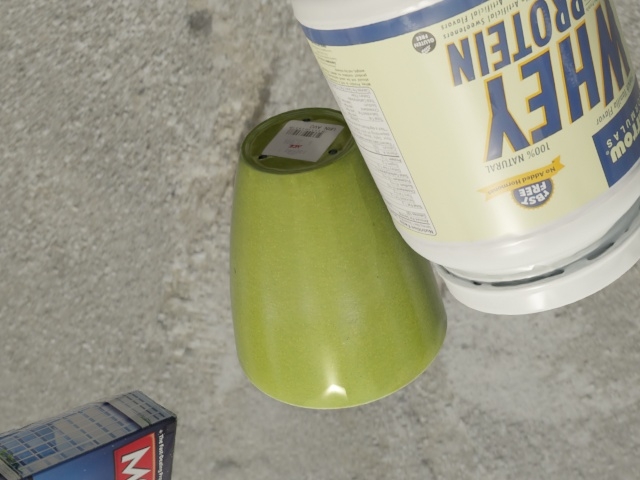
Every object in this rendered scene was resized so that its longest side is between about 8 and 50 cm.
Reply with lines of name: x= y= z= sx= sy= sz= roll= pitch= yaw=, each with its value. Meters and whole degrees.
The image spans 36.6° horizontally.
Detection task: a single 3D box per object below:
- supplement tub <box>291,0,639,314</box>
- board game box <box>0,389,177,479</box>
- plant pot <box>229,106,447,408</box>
supplement tub: x=0.139 y=-0.124 z=0.809 sx=0.235 sy=0.235 sz=0.325 roll=-23 pitch=118 yaw=10
board game box: x=-0.114 y=0.143 z=0.346 sx=0.194 sy=0.060 sz=0.194 roll=-17 pitch=126 yaw=-44
plant pot: x=0.000 y=0.000 z=1.157 sx=0.274 sy=0.275 sz=0.294 roll=-10 pitch=127 yaw=4
